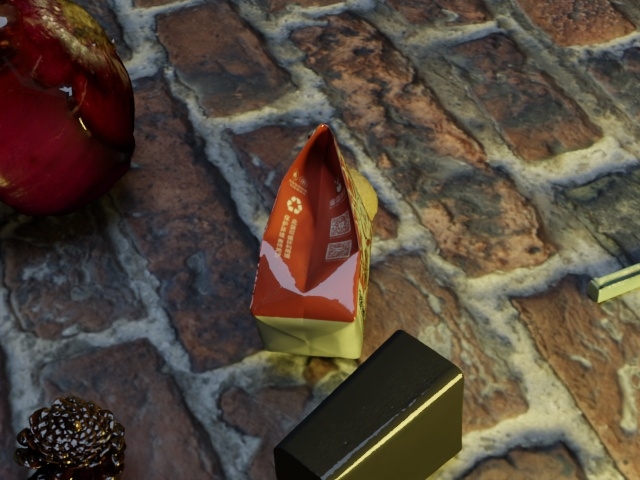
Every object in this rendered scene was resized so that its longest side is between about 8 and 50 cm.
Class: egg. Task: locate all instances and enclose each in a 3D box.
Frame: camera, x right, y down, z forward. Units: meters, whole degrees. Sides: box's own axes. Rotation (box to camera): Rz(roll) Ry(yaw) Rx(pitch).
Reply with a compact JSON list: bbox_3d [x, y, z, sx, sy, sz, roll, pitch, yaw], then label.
[{"bbox_3d":[0.018,-0.063,1.903,0.140,0.116,0.118,23,4,8],"label":"egg"}]

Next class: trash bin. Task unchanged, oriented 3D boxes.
[{"bbox_3d":[0.061,0.247,1.514,0.115,0.165,0.225,32,54,31],"label":"trash bin"}]

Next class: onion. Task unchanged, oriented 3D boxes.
[{"bbox_3d":[-0.513,-0.189,1.923,0.420,0.398,0.398,-30,40,15],"label":"onion"}]

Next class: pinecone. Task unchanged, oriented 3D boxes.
[{"bbox_3d":[-0.307,0.264,1.536,0.140,0.121,0.140,0,37,0],"label":"pinecone"}]

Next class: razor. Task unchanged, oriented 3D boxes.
[{"bbox_3d":[0.514,0.029,1.832,0.277,0.056,0.111,-24,44,-13],"label":"razor"}]

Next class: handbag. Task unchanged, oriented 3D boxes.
[{"bbox_3d":[0.000,0.000,1.719,0.151,0.171,0.298,5,67,7],"label":"handbag"}]
